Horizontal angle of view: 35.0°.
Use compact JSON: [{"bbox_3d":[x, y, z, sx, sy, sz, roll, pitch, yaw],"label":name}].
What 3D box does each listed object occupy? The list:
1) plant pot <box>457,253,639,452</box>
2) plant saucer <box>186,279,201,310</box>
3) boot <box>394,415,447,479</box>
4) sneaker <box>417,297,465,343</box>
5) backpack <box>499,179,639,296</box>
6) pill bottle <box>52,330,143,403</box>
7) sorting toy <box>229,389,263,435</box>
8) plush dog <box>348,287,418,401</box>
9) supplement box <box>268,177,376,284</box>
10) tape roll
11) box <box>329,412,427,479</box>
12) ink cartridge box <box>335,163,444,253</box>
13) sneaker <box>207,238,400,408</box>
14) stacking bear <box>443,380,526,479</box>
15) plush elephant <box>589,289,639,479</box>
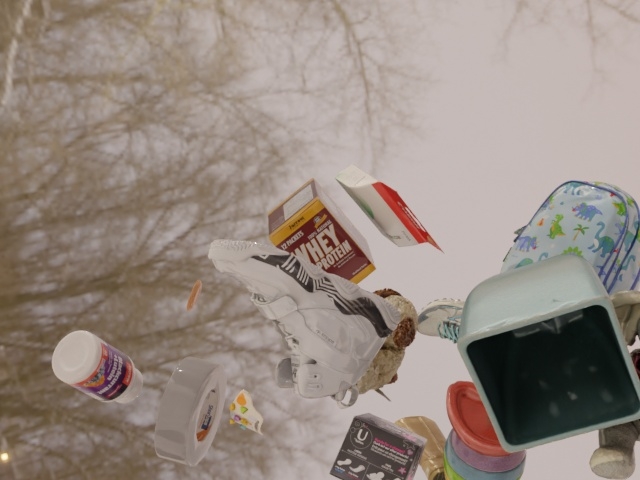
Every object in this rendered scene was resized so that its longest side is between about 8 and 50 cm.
[{"bbox_3d":[0.381,0.161,1.719,0.252,0.247,0.247,-81,149,-61],"label":"plant pot"},{"bbox_3d":[-0.320,0.141,2.588,0.083,0.013,0.083,21,90,-88],"label":"plant saucer"},{"bbox_3d":[0.351,0.574,2.789,0.269,0.236,0.089,-127,-136,-62],"label":"boot"},{"bbox_3d":[0.379,0.229,2.694,0.122,0.283,0.110,-66,142,-47],"label":"sneaker"},{"bbox_3d":[0.532,0.050,2.097,0.290,0.355,0.273,26,-28,48],"label":"backpack"},{"bbox_3d":[-0.441,0.262,2.041,0.108,0.108,0.193,61,8,34],"label":"pill bottle"},{"bbox_3d":[-0.141,0.355,2.026,0.075,0.045,0.083,29,-44,30],"label":"sorting toy"},{"bbox_3d":[0.155,0.238,2.446,0.225,0.211,0.262,-57,-151,19],"label":"plush dog"},{"bbox_3d":[0.000,0.000,2.105,0.191,0.129,0.194,50,8,-14],"label":"supplement box"},{"bbox_3d":[-0.268,0.356,2.116,0.219,0.072,0.219,12,90,-77],"label":"tape roll"},{"bbox_3d":[0.138,0.480,2.269,0.247,0.163,0.142,34,78,-77],"label":"box"},{"bbox_3d":[0.136,-0.052,2.025,0.181,0.056,0.224,49,-2,-27],"label":"ink cartridge box"},{"bbox_3d":[-0.048,0.143,1.716,0.137,0.366,0.210,3,-111,66],"label":"sneaker"},{"bbox_3d":[0.306,0.433,1.933,0.164,0.176,0.289,-75,172,-53],"label":"stacking bear"},{"bbox_3d":[0.600,0.224,1.740,0.330,0.272,0.255,-79,173,-57],"label":"plush elephant"}]
